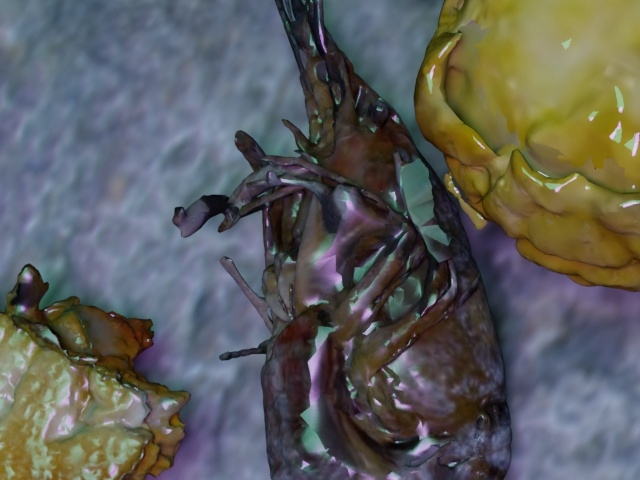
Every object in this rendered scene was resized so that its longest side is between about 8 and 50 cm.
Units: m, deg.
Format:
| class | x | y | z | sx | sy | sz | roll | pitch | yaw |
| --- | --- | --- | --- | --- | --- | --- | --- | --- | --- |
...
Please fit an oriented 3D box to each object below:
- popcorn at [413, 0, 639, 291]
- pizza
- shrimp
| class | x | y | z | sx | sy | sz | roll | pitch | yaw |
| --- | --- | --- | --- | --- | --- | --- | --- | --- | --- |
| popcorn | 0.168 | -0.093 | 0.977 | 0.250 | 0.190 | 0.250 | -1 | 84 | 11 |
| pizza | -0.170 | 0.116 | 1.067 | 0.229 | 0.081 | 0.289 | -18 | 75 | 16 |
| shrimp | 0.005 | 0.000 | 1.032 | 0.145 | 0.116 | 0.343 | -14 | 78 | 3 |
